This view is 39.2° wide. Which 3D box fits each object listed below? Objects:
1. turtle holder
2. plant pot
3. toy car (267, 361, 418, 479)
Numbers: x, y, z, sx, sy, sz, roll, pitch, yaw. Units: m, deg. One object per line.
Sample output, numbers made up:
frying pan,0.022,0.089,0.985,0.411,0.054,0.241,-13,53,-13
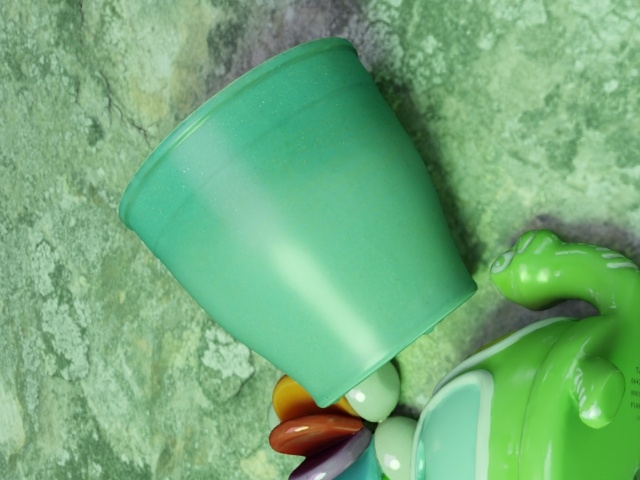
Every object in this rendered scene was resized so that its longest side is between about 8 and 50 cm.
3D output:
turtle holder,0.185,0.163,0.739,0.227,0.243,0.321,-11,96,50
plant pot,0.000,0.000,0.828,0.271,0.271,0.255,-43,80,31
toy car,0.014,0.209,0.919,0.159,0.136,0.182,-34,79,33
